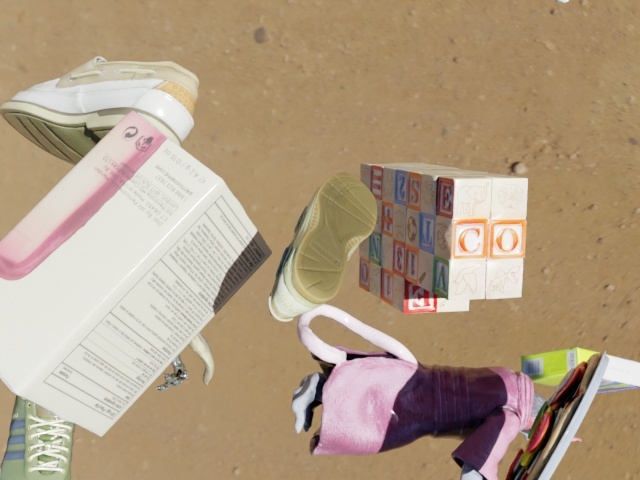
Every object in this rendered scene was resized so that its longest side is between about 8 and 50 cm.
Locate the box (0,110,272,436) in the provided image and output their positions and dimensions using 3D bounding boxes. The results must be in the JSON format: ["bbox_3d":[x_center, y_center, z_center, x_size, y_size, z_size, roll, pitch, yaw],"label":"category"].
[{"bbox_3d":[-0.178,0.031,0.752,0.127,0.149,0.232,38,79,27],"label":"box"}]

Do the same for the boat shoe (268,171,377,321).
[{"bbox_3d":[0.001,0.002,0.659,0.056,0.153,0.048,39,129,-14],"label":"boat shoe"}]

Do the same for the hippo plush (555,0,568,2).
[{"bbox_3d":[0.247,-0.382,0.628,0.236,0.234,0.294,7,65,61],"label":"hippo plush"}]

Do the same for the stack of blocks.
[{"bbox_3d":[0.134,-0.001,1.033,0.087,0.297,0.171,-2,98,-16],"label":"stack of blocks"}]

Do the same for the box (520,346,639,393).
[{"bbox_3d":[0.397,0.196,1.277,0.109,0.178,0.043,-22,59,51],"label":"box"}]

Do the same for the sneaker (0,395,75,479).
[{"bbox_3d":[-0.272,0.187,0.837,0.086,0.064,0.192,-66,26,25],"label":"sneaker"}]

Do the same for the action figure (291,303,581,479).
[{"bbox_3d":[0.155,0.196,1.113,0.369,0.248,0.276,0,112,4],"label":"action figure"}]

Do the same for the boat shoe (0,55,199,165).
[{"bbox_3d":[-0.257,-0.153,1.014,0.302,0.113,0.103,11,64,36],"label":"boat shoe"}]

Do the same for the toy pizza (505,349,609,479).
[{"bbox_3d":[0.224,0.192,0.848,0.032,0.201,0.201,29,108,16],"label":"toy pizza"}]

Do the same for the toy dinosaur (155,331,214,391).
[{"bbox_3d":[-0.163,0.095,0.965,0.064,0.118,0.268,-15,121,4],"label":"toy dinosaur"}]
